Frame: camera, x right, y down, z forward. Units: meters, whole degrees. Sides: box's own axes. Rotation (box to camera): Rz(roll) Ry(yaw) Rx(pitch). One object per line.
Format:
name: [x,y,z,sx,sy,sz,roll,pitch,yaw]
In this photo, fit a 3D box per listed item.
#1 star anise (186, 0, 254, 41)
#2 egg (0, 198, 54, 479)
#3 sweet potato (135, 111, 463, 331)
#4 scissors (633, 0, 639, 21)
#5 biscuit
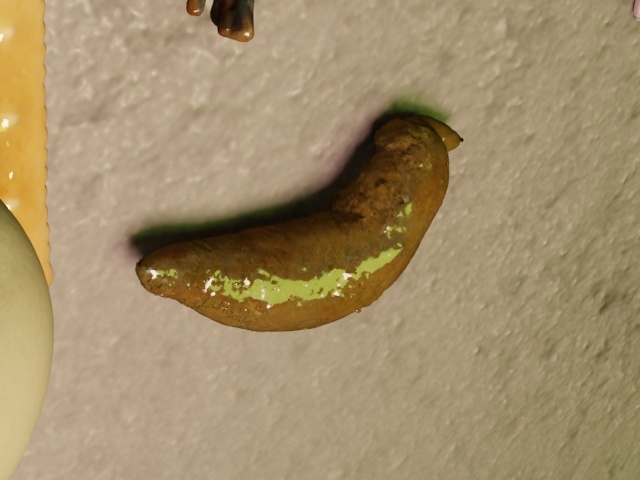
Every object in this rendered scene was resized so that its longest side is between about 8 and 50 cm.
star anise: [-0.033,-0.270,0.770,0.237,0.148,0.346,-34,142,-40]
egg: [-0.258,0.069,0.740,0.219,0.219,0.269,-3,139,-42]
sweet potato: [0.003,0.002,1.060,0.310,0.098,0.124,-28,113,-24]
scissors: [0.319,-0.277,1.216,0.100,0.015,0.189,-25,131,-30]
biscuit: [-0.237,-0.050,0.848,0.160,0.030,0.250,-17,129,-34]
